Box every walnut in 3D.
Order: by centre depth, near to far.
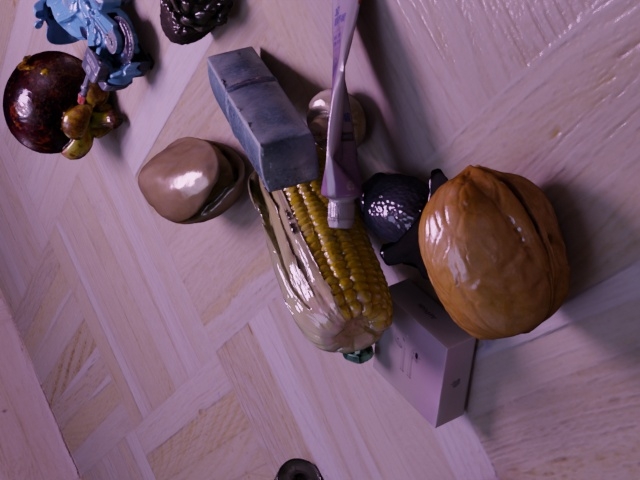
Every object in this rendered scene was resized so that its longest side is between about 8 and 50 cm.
[{"bbox_3d":[0.171,0.012,1.086,0.144,0.144,0.180,-10,95,61],"label":"walnut"}]

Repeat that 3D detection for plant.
[{"bbox_3d":[-0.177,-0.327,1.528,0.143,0.092,0.094,161,97,-67],"label":"plant"}]

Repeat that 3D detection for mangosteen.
[{"bbox_3d":[-0.461,-0.239,1.989,0.217,0.192,0.192,25,133,21],"label":"mangosteen"}]

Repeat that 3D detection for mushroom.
[{"bbox_3d":[0.017,-0.142,1.330,0.084,0.067,0.083,23,126,37],"label":"mushroom"}]

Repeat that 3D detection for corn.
[{"bbox_3d":[-0.002,0.003,1.345,0.122,0.123,0.305,67,-177,-48],"label":"corn"}]

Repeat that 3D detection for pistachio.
[{"bbox_3d":[-0.197,-0.092,1.681,0.226,0.136,0.135,-1,108,53],"label":"pistachio"}]

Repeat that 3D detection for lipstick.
[{"bbox_3d":[-0.076,-0.157,1.386,0.289,0.076,0.077,-119,17,-55],"label":"lipstick"}]

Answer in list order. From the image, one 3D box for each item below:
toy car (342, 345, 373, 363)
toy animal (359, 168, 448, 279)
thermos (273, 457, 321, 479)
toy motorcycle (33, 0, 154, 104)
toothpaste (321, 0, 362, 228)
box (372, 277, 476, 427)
[{"bbox_3d":[0.037,0.092,1.411,0.143,0.054,0.073,-96,4,-56],"label":"toy car"},{"bbox_3d":[0.117,-0.032,1.247,0.121,0.117,0.210,-63,19,8],"label":"toy animal"},{"bbox_3d":[-0.054,0.426,1.828,0.187,0.083,0.073,119,146,-56],"label":"thermos"},{"bbox_3d":[-0.383,-0.356,1.828,0.272,0.124,0.182,57,139,22],"label":"toy motorcycle"},{"bbox_3d":[0.027,-0.164,1.260,0.075,0.048,0.300,-153,65,-86],"label":"toothpaste"},{"bbox_3d":[0.125,0.136,1.342,0.130,0.051,0.129,41,141,41],"label":"box"}]
